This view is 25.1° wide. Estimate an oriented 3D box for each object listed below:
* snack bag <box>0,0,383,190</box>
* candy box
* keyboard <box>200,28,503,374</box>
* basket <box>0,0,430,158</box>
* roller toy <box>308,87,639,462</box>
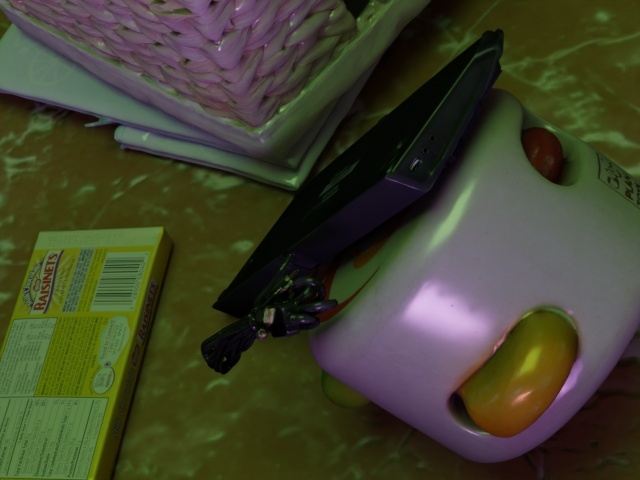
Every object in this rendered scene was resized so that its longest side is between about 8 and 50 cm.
[{"bbox_3d":[-0.086,-0.202,1.168,0.342,0.037,0.323,15,62,29],"label":"snack bag"},{"bbox_3d":[-0.175,0.081,1.004,0.105,0.027,0.206,-3,55,22],"label":"candy box"},{"bbox_3d":[0.000,0.000,0.855,0.033,0.317,0.201,39,66,-6],"label":"keyboard"},{"bbox_3d":[-0.084,-0.298,1.045,0.331,0.266,0.328,29,70,36],"label":"basket"},{"bbox_3d":[0.099,0.023,0.824,0.146,0.209,0.191,33,72,-9],"label":"roller toy"}]
